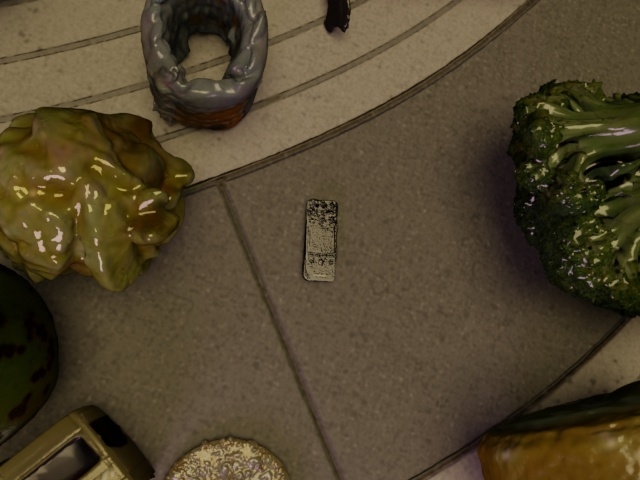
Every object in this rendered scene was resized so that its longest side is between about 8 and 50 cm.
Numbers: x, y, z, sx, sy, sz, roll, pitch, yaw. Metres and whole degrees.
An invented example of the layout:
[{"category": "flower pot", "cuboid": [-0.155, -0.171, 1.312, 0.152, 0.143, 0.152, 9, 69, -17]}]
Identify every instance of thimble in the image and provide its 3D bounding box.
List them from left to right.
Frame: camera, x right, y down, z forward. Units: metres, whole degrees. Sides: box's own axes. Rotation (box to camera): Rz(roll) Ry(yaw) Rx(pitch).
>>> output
[{"category": "thimble", "cuboid": [-0.123, -0.202, 0.584, 0.127, 0.118, 0.151, -2, 82, -12]}]

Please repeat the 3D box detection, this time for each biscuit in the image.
[{"category": "biscuit", "cuboid": [-0.097, 0.281, 0.566, 0.152, 0.020, 0.152, 1, 81, -8]}]

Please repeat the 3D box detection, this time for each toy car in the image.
[{"category": "toy car", "cuboid": [-0.284, 0.272, 0.497, 0.257, 0.101, 0.124, -39, 85, -14]}]

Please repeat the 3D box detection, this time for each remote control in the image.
[{"category": "remote control", "cuboid": [0.000, 0.000, 0.626, 0.039, 0.014, 0.096, 4, 80, -9]}]

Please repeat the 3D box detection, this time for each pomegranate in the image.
[{"category": "pomegranate", "cuboid": [-0.352, 0.091, 0.478, 0.211, 0.211, 0.263, -46, 51, -12]}]

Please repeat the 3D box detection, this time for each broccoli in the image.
[{"category": "broccoli", "cuboid": [0.346, -0.049, 0.558, 0.321, 0.283, 0.303, -3, 71, -28]}]

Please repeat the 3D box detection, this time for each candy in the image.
[{"category": "candy", "cuboid": [0.281, 0.206, 0.521, 0.260, 0.260, 0.118, -12, 71, -11]}]

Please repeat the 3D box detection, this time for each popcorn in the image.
[{"category": "popcorn", "cuboid": [-0.214, -0.039, 0.516, 0.188, 0.185, 0.167, -1, 100, -18]}]

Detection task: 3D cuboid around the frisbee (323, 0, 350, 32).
[{"category": "frisbee", "cuboid": [0.017, -0.337, 0.626, 0.012, 0.211, 0.187, -22, 111, -44]}]
